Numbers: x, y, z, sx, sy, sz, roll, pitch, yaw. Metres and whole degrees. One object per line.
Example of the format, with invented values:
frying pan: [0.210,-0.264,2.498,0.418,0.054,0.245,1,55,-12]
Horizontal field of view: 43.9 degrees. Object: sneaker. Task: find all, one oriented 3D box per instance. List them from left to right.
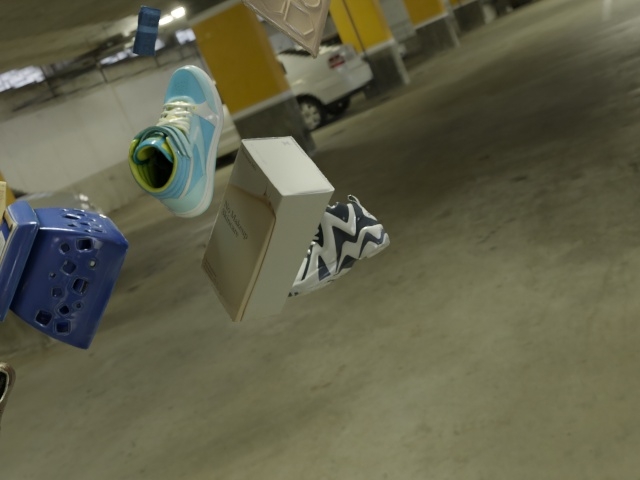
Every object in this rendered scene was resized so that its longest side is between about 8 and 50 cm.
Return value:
sneaker: [-0.601,0.309,1.422,0.066,0.188,0.071,12,-19,-7]
sneaker: [-0.283,-0.218,1.547,0.127,0.318,0.208,-6,-12,15]
sneaker: [0.000,0.000,1.543,0.235,0.153,0.094,-33,-11,18]

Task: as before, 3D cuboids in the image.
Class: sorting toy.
sorting toy: [-0.069,-0.490,1.611,0.038,0.208,0.193,-24,43,42]

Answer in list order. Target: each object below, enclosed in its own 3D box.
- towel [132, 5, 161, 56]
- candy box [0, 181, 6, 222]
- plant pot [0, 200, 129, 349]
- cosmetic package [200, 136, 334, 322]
towel: [-0.426,-0.513,1.954,0.029,0.119,0.067,21,16,24]
candy box: [-0.788,0.014,1.733,0.183,0.316,0.087,8,-27,-37]
plant pot: [-0.539,0.053,1.578,0.212,0.235,0.236,18,6,-30]
cosmetic package: [-0.105,-0.017,1.437,0.113,0.309,0.160,-9,47,-35]
